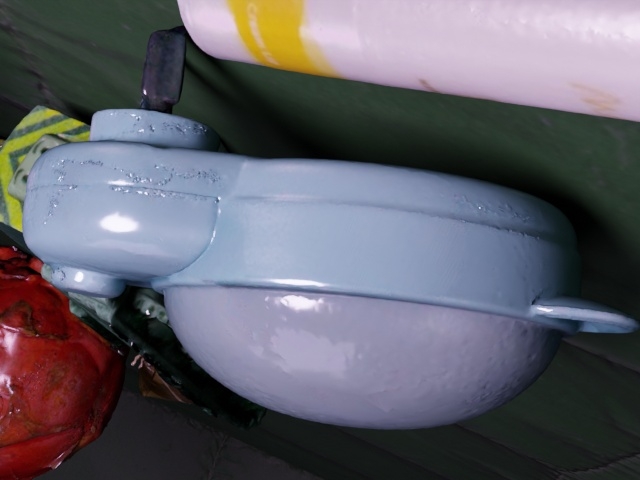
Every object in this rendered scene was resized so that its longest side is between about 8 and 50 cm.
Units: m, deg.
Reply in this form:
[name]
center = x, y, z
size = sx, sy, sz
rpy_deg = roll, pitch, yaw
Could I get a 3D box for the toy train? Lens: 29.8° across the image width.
[toy train]
center = -0.115, 0.021, 0.847
size = 0.178, 0.138, 0.330
rpy_deg = 24, 165, 23

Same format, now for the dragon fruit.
[dragon fruit]
center = -0.392, 0.156, 1.513
size = 0.295, 0.301, 0.295
rpy_deg = 35, 154, 20

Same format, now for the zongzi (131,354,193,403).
[zongzi]
center = -0.137, 0.159, 1.498
size = 0.184, 0.084, 0.187
rpy_deg = 11, 161, -3

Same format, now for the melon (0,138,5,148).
[melon]
center = -0.211, -0.032, 1.028
size = 0.262, 0.053, 0.114
rpy_deg = 29, 147, -30

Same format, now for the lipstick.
[lipstick]
center = 0.069, -0.069, 0.367
size = 0.264, 0.059, 0.059
rpy_deg = 13, 161, 36

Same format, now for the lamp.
[lamp]
center = -0.003, 0.012, 0.592
size = 0.284, 0.147, 0.209
rpy_deg = 27, 168, -4
